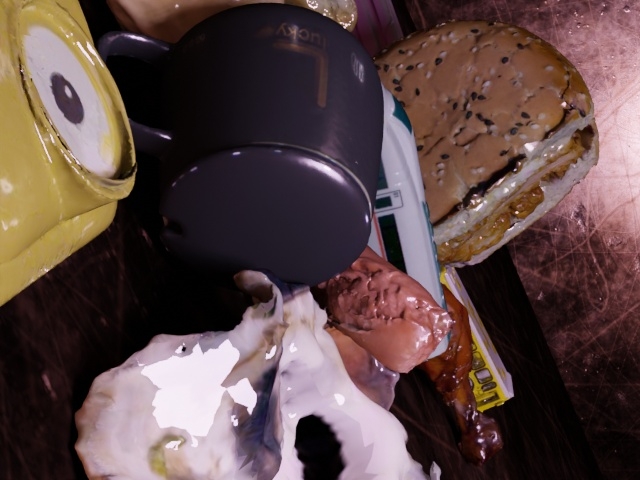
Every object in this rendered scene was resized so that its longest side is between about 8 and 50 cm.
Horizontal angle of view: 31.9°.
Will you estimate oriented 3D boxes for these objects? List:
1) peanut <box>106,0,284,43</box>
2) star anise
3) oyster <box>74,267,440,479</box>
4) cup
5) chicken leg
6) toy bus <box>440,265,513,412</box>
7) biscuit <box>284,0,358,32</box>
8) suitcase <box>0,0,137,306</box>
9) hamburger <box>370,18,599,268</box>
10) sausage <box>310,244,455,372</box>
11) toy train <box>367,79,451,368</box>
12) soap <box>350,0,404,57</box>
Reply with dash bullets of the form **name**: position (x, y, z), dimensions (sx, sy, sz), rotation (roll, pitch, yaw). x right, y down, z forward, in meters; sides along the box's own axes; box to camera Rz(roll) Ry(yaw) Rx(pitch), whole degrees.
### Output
- **peanut**: position (-0.118, -0.238, 0.823), dimensions (0.291, 0.143, 0.159), rotation (48, 39, -57)
- **star anise**: position (0.014, 0.056, 1.027), dimensions (0.208, 0.063, 0.172), rotation (56, 15, -37)
- **oyster**: position (-0.019, 0.134, 0.714), dimensions (0.238, 0.115, 0.351), rotation (57, 11, -6)
- **cup**: position (-0.061, -0.070, 0.792), dimensions (0.223, 0.169, 0.176), rotation (18, 48, -21)
- **chicken leg**: position (0.161, 0.161, 1.382), dimensions (0.113, 0.093, 0.304), rotation (-114, 178, -58)
- **toy bus**: position (0.185, 0.126, 1.526), dimensions (0.226, 0.074, 0.081), rotation (62, 15, -19)
- **biscuit**: position (-0.084, -0.332, 1.108), dimensions (0.335, 0.078, 0.329), rotation (51, 4, 5)
- **suitcase**: position (-0.165, -0.053, 0.374), dimensions (0.194, 0.143, 0.235), rotation (65, 14, -10)
- **hamburger**: position (0.165, -0.121, 1.383), dimensions (0.277, 0.318, 0.195), rotation (51, 5, 33)
- **sausage**: position (0.001, 0.000, 0.897), dimensions (0.304, 0.078, 0.078), rotation (49, -3, 45)
- **toy train**: position (0.061, -0.045, 1.119), dimensions (0.086, 0.088, 0.407), rotation (-93, 170, -51)
- **soap**: position (0.048, -0.302, 1.577), dimensions (0.065, 0.122, 0.203), rotation (40, 32, -64)
